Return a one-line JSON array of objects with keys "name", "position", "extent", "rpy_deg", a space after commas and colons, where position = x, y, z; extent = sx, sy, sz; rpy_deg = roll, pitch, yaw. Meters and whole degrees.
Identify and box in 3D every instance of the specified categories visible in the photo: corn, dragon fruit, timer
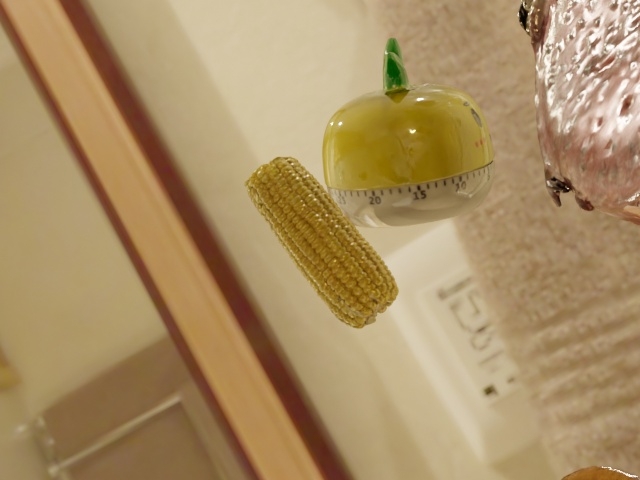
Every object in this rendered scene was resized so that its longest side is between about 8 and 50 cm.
[{"name": "corn", "position": [0.000, 0.000, 1.697], "extent": [0.093, 0.244, 0.093], "rpy_deg": [-37, -14, -10]}, {"name": "dragon fruit", "position": [0.206, -0.097, 0.649], "extent": [0.147, 0.211, 0.282], "rpy_deg": [17, 7, -19]}, {"name": "timer", "position": [0.124, -0.171, 2.022], "extent": [0.285, 0.285, 0.285], "rpy_deg": [-28, -11, -6]}]

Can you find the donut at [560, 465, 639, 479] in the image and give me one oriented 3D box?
[{"name": "donut", "position": [0.334, 0.350, 1.549], "extent": [0.162, 0.178, 0.065], "rpy_deg": [-39, -44, -11]}]
